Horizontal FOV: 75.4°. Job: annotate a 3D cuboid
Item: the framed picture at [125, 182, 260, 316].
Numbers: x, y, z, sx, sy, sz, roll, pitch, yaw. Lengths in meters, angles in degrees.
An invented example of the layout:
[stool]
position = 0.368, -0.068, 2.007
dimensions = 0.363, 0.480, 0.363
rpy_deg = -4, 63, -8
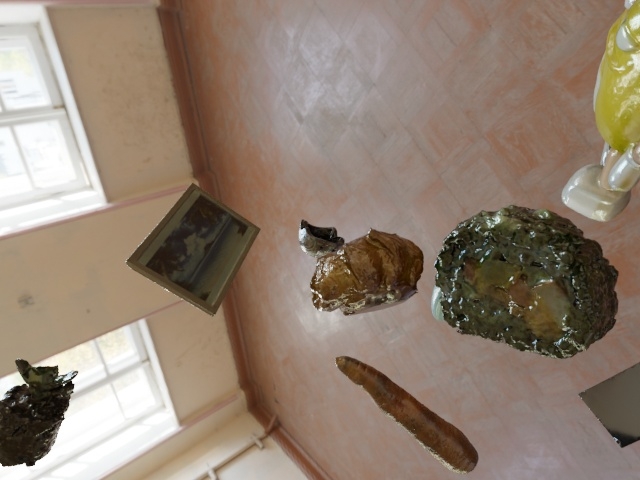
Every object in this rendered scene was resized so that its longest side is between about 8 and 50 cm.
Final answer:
[framed picture]
position = -0.302, 0.011, 1.047
dimensions = 0.232, 0.315, 0.024
rpy_deg = 35, 134, -15

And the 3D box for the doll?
[doll]
position = 0.452, -0.209, 0.553
dimensions = 0.161, 0.348, 0.423
rpy_deg = 16, 130, 23

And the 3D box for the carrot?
[carrot]
position = 0.080, 0.160, 0.391
dimensions = 0.165, 0.035, 0.035
rpy_deg = 38, 143, 3

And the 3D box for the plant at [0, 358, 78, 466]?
[plant]
position = -0.595, 0.351, 0.862
dimensions = 0.131, 0.142, 0.203
rpy_deg = -177, 97, -74

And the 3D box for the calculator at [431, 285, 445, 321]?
[calculator]
position = 0.521, 0.191, 1.439
dimensions = 0.386, 0.256, 0.054
rpy_deg = 83, -176, -53

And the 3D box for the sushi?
[sushi]
position = 0.428, 0.075, 0.901
dimensions = 0.352, 0.178, 0.294
rpy_deg = 12, 115, 49

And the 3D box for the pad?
[pad]
position = 0.774, 0.370, 0.984
dimensions = 0.004, 0.243, 0.163
rpy_deg = 49, -166, -24

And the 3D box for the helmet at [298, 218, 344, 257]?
[helmet]
position = -0.008, 0.010, 1.425
dimensions = 0.107, 0.153, 0.177
rpy_deg = -65, 25, 19

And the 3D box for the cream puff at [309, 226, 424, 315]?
[cream puff]
position = 0.112, 0.076, 0.906
dimensions = 0.241, 0.269, 0.154
rpy_deg = -38, 66, 42
